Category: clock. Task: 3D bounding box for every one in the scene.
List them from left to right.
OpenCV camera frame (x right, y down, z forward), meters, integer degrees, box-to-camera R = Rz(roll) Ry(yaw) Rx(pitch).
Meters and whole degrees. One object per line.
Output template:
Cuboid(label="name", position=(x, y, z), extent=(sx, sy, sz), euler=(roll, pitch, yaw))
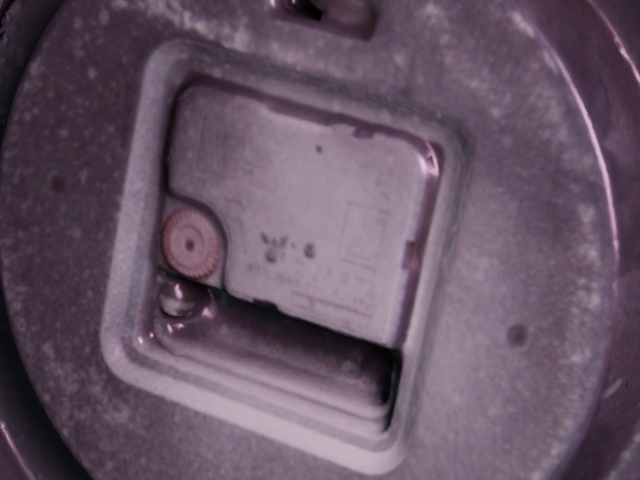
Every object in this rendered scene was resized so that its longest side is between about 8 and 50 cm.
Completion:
Cuboid(label="clock", position=(0.000, 0.000, 0.661), extent=(0.386, 0.076, 0.386), euler=(5, 101, 27))
